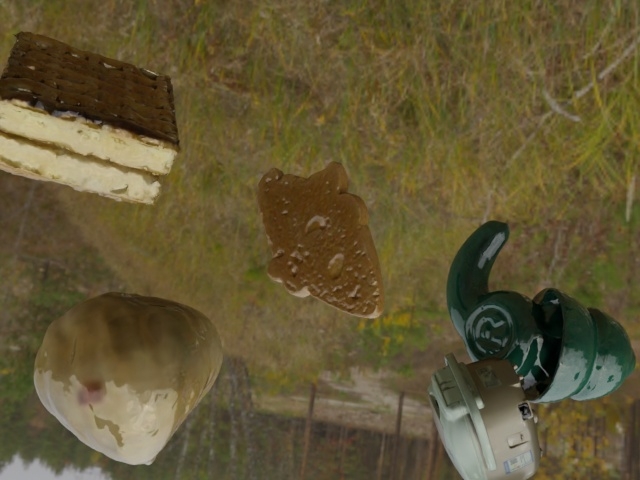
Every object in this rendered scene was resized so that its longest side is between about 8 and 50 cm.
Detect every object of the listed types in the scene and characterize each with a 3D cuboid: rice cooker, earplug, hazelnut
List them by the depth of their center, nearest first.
[{"bbox_3d":[0.217,0.241,0.976,0.127,0.145,0.206,-17,123,0],"label":"rice cooker"},{"bbox_3d":[-0.260,0.197,1.043,0.261,0.241,0.261,5,-171,-1],"label":"hazelnut"},{"bbox_3d":[0.322,0.123,1.094,0.280,0.257,0.163,19,125,0],"label":"earplug"}]

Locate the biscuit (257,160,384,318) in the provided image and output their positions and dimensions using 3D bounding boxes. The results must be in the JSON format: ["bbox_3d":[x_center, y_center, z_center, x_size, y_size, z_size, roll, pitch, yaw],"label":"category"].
[{"bbox_3d":[0.000,0.000,0.868,0.035,0.250,0.162,10,124,-46],"label":"biscuit"}]

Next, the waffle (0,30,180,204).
[{"bbox_3d":[-0.287,-0.156,0.900,0.213,0.091,0.308,14,-159,-21],"label":"waffle"}]
